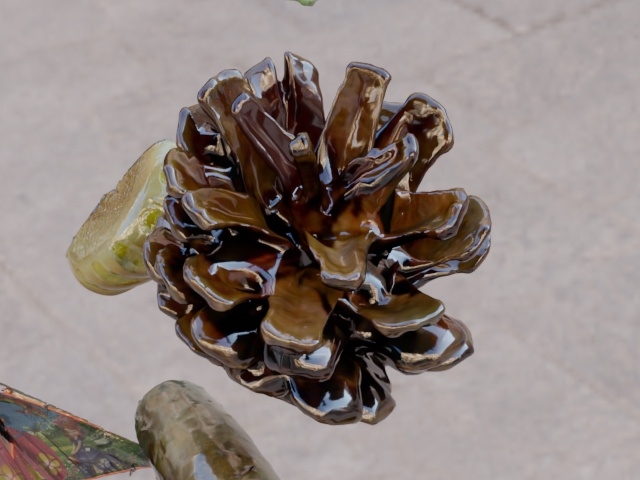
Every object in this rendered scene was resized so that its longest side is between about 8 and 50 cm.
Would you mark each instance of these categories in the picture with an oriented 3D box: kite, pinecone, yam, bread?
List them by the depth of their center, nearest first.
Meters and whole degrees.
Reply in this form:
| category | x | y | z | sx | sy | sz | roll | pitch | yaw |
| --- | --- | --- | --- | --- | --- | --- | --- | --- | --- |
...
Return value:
| category | x | y | z | sx | sy | sz | roll | pitch | yaw |
| --- | --- | --- | --- | --- | --- | --- | --- | --- | --- |
| pinecone | 0.001 | -0.002 | 1.003 | 0.202 | 0.201 | 0.229 | 0 | 32 | -6 |
| yam | -0.045 | 0.169 | 1.066 | 0.071 | 0.067 | 0.317 | -57 | 29 | 4 |
| kite | -0.223 | 0.165 | 1.321 | 0.241 | 0.183 | 0.014 | -10 | 34 | 18 |
| bread | -0.151 | -0.011 | 1.517 | 0.157 | 0.083 | 0.094 | -53 | 15 | 6 |

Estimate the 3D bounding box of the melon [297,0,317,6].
| category | x | y | z | sx | sy | sz | roll | pitch | yaw |
| --- | --- | --- | --- | --- | --- | --- | --- | --- | --- |
| melon | -0.140 | -0.194 | 0.588 | 0.343 | 0.331 | 0.226 | 15 | 73 | 12 |
